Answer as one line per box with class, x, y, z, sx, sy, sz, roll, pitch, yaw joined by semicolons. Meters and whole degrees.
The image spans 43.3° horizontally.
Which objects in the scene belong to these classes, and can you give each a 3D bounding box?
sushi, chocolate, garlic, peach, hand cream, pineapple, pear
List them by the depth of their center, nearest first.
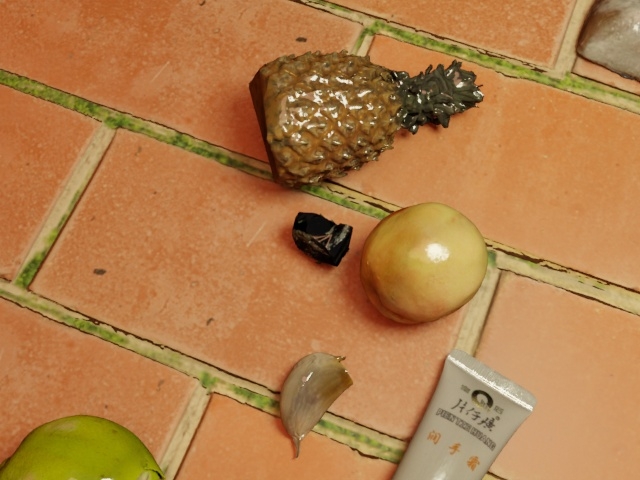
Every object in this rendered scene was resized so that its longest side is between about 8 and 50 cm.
pear;-0.321;0.320;1.052;0.219;0.187;0.187;13;69;21
hand cream;0.171;0.306;1.091;0.139;0.089;0.314;29;65;11
garlic;-0.018;0.216;1.134;0.084;0.066;0.152;37;72;13
peach;0.142;0.033;1.144;0.184;0.184;0.184;-1;69;2
sushi;0.000;0.000;1.209;0.083;0.085;0.056;27;71;12
pineapple;0.073;-0.207;1.238;0.362;0.202;0.202;-15;69;-12
chocolate;0.591;-0.334;1.317;0.303;0.100;0.185;27;69;9
